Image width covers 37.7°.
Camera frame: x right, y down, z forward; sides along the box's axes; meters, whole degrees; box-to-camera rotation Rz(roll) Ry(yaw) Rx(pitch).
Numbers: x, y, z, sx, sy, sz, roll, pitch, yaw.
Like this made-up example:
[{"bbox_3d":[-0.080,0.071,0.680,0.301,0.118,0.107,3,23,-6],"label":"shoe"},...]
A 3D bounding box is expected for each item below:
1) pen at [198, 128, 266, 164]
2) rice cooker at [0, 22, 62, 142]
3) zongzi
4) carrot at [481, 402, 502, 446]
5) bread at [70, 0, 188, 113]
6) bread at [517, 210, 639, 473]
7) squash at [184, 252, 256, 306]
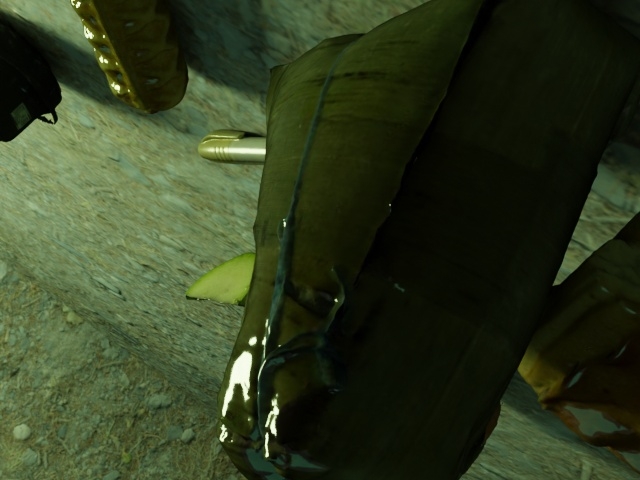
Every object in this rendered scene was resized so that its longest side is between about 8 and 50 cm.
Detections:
[{"bbox_3d":[-0.060,-0.100,1.006,0.233,0.032,0.040,6,125,48],"label":"pen"},{"bbox_3d":[-0.415,-0.203,1.152,0.203,0.118,0.142,30,160,18],"label":"rice cooker"},{"bbox_3d":[0.000,0.000,0.679,0.174,0.356,0.393,36,163,-32],"label":"zongzi"},{"bbox_3d":[0.107,0.197,1.237,0.254,0.196,0.196,44,157,-30],"label":"carrot"},{"bbox_3d":[-0.183,-0.228,0.817,0.367,0.084,0.077,81,171,-63],"label":"bread"},{"bbox_3d":[0.325,0.047,0.559,0.314,0.191,0.370,36,149,3],"label":"bread"},{"bbox_3d":[-0.084,0.064,1.395,0.184,0.085,0.192,10,178,-34],"label":"squash"}]
